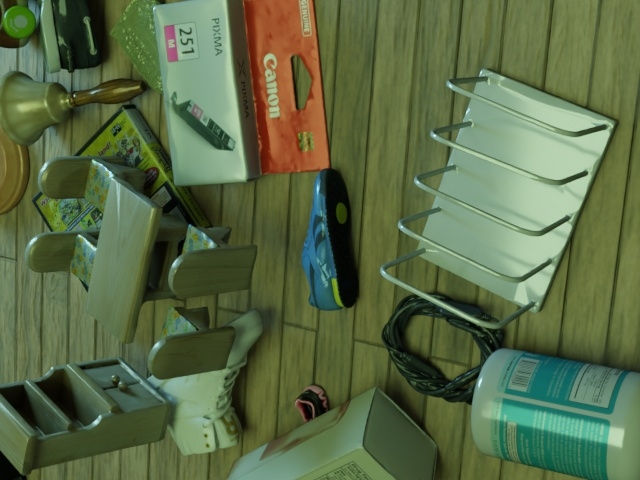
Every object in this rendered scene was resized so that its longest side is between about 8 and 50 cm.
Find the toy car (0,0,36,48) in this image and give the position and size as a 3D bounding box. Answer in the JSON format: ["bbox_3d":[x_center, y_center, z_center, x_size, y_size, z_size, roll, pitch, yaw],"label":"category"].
[{"bbox_3d":[-0.566,-0.381,1.751,0.155,0.188,0.149,-166,70,-67],"label":"toy car"}]

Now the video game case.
[{"bbox_3d":[-0.333,-0.044,1.796,0.275,0.035,0.248,-39,79,30],"label":"video game case"}]

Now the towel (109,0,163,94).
[{"bbox_3d":[-0.262,-0.315,1.711,0.110,0.027,0.148,-46,75,27],"label":"towel"}]

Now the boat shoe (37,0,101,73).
[{"bbox_3d":[-0.416,-0.421,1.748,0.114,0.091,0.303,-164,67,-69],"label":"boat shoe"}]

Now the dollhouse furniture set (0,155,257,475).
[{"bbox_3d":[-0.339,0.111,1.608,0.362,0.256,0.394,32,116,39],"label":"dollhouse furniture set"}]

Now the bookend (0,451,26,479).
[{"bbox_3d":[-0.631,0.391,1.975,0.072,0.156,0.157,-13,93,31],"label":"bookend"}]

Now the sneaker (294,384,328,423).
[{"bbox_3d":[-0.001,0.280,1.648,0.047,0.057,0.119,-37,81,28],"label":"sneaker"}]

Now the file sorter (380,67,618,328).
[{"bbox_3d":[0.220,-0.055,1.394,0.192,0.173,0.278,27,110,23],"label":"file sorter"}]

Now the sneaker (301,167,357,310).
[{"bbox_3d":[0.000,0.000,1.592,0.082,0.069,0.210,-1,98,34],"label":"sneaker"}]

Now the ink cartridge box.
[{"bbox_3d":[-0.117,-0.224,1.610,0.238,0.060,0.275,-3,98,25],"label":"ink cartridge box"}]

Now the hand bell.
[{"bbox_3d":[-0.389,-0.229,1.762,0.241,0.126,0.126,-5,96,22],"label":"hand bell"}]

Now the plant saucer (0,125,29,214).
[{"bbox_3d":[-0.603,-0.141,1.934,0.199,0.037,0.200,5,101,29],"label":"plant saucer"}]

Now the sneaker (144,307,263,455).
[{"bbox_3d":[-0.153,0.234,1.707,0.292,0.108,0.169,-39,80,39],"label":"sneaker"}]

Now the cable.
[{"bbox_3d":[0.171,0.153,1.539,0.184,0.047,0.151,10,110,30],"label":"cable"}]

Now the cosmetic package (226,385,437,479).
[{"bbox_3d":[0.007,0.353,1.587,0.296,0.129,0.153,-31,113,30],"label":"cosmetic package"}]

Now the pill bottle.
[{"bbox_3d":[0.337,0.230,1.391,0.264,0.146,0.146,9,103,29],"label":"pill bottle"}]
